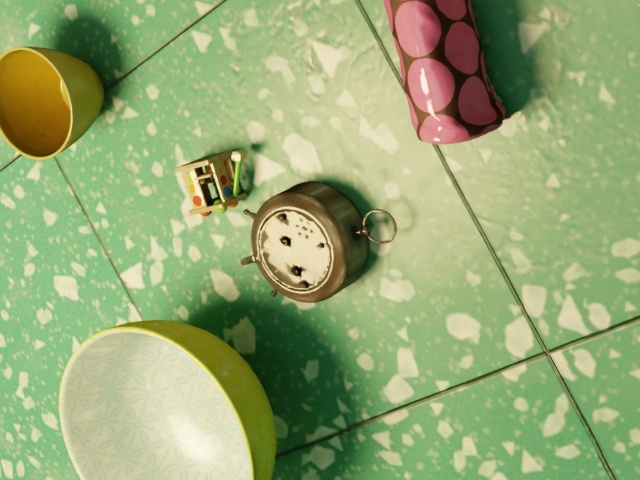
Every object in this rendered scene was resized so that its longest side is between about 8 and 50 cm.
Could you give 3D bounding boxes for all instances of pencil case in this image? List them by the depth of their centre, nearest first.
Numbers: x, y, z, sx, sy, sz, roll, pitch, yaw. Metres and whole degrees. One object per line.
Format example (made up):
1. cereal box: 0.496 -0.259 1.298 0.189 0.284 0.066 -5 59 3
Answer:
1. pencil case: 0.117 -0.199 1.069 0.095 0.098 0.209 -147 42 -74

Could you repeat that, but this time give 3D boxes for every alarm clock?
1. alarm clock: 0.000 0.000 1.234 0.192 0.064 0.129 -14 99 32

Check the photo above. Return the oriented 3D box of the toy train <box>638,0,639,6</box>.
1. toy train: 0.347 -0.184 0.966 0.158 0.027 0.036 28 134 21

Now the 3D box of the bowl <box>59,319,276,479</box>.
1. bowl: -0.155 0.213 1.348 0.289 0.156 0.290 12 113 29

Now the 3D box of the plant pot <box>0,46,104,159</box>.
1. plant pot: -0.318 -0.174 1.349 0.134 0.095 0.134 12 113 28

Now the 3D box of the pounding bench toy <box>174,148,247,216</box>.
1. pounding bench toy: -0.112 -0.066 1.284 0.083 0.052 0.065 -11 101 35
